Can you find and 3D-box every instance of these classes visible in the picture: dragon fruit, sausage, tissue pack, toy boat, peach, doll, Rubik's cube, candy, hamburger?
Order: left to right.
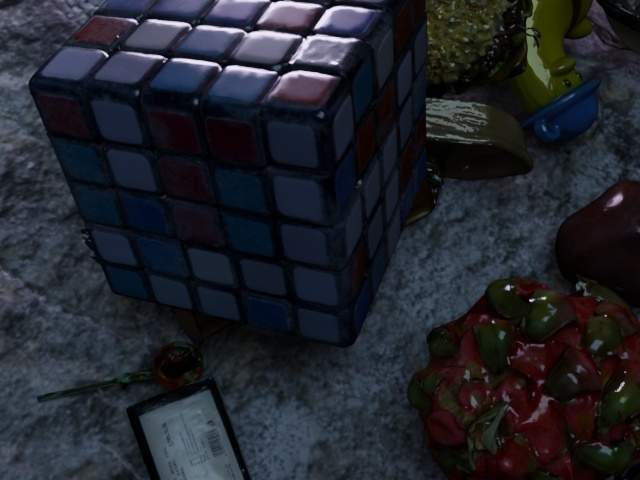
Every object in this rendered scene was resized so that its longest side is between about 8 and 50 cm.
[{"bbox_3d":[-0.217,0.152,0.960,0.184,0.049,0.056,-13,60,-3],"label":"candy"},{"bbox_3d":[-0.122,0.238,0.897,0.103,0.090,0.170,-18,67,-14],"label":"tissue pack"},{"bbox_3d":[-0.064,-0.108,0.892,0.286,0.292,0.293,11,45,18],"label":"Rubik's cube"},{"bbox_3d":[0.000,0.000,1.028,0.371,0.082,0.082,-29,71,-19],"label":"sausage"},{"bbox_3d":[0.144,-0.287,1.072,0.261,0.138,0.243,-11,84,34],"label":"hamburger"},{"bbox_3d":[0.169,-0.122,1.078,0.188,0.116,0.061,7,72,-3],"label":"toy boat"},{"bbox_3d":[0.281,-0.292,1.156,0.199,0.145,0.363,10,67,-24],"label":"doll"},{"bbox_3d":[0.235,0.150,0.901,0.302,0.237,0.231,-4,74,-29],"label":"dragon fruit"},{"bbox_3d":[0.354,0.006,1.027,0.152,0.152,0.152,2,65,-5],"label":"peach"}]

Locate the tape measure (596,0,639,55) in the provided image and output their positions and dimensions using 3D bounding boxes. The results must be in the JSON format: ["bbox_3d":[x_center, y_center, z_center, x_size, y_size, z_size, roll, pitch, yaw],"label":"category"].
[{"bbox_3d":[0.481,-0.374,1.222,0.231,0.133,0.271,8,67,-17],"label":"tape measure"}]
